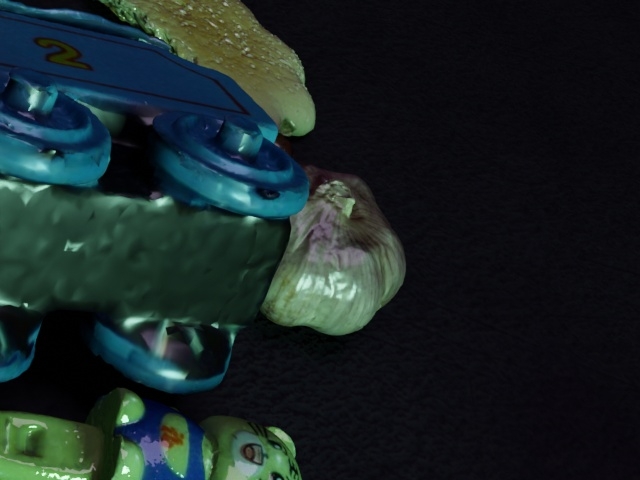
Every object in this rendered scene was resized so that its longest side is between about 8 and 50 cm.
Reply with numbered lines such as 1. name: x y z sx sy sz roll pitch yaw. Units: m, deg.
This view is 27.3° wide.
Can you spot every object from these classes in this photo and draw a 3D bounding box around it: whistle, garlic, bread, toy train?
1. whistle: -0.101 0.136 0.778 0.227 0.085 0.105 18 42 -23
2. garlic: 0.000 0.000 1.031 0.147 0.102 0.159 30 33 -9
3. bread: -0.100 -0.187 1.244 0.251 0.039 0.181 46 34 17
4. toy train: -0.176 -0.040 0.840 0.300 0.188 0.265 8 26 -36

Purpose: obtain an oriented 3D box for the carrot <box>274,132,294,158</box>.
1. carrot: -0.098 -0.085 1.102 0.161 0.055 0.055 20 35 -18
